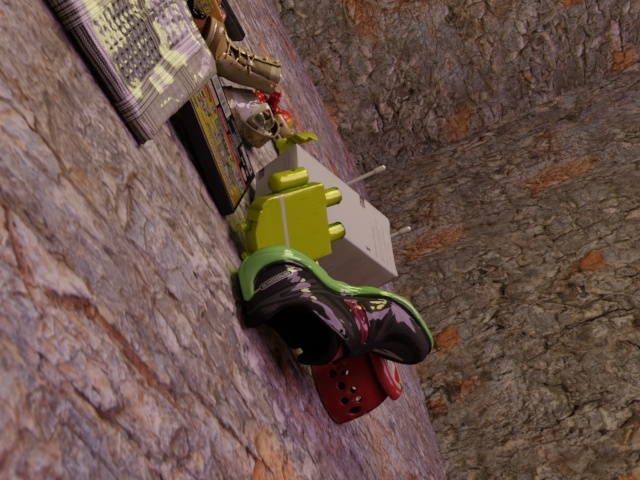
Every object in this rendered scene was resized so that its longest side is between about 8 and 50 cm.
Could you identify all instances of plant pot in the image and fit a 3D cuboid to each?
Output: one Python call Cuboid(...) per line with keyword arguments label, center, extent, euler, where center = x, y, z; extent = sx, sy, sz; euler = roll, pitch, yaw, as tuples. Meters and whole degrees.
Cuboid(label="plant pot", center=(0.090, 0.321, 1.631), extent=(0.191, 0.174, 0.191), euler=(60, 12, -22))

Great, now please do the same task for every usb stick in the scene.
Cuboid(label="usb stick", center=(-0.305, -0.700, 2.026), extent=(0.045, 0.077, 0.278), euler=(-63, 152, -18))

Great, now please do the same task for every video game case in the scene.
Cuboid(label="video game case", center=(-0.223, -0.222, 1.472), extent=(0.248, 0.035, 0.275), euler=(-78, 151, -66))

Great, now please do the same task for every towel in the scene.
Cuboid(label="towel", center=(-0.309, -0.373, 1.191), extent=(0.312, 0.056, 0.324), euler=(62, 31, -28))

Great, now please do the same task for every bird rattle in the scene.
Cuboid(label="bird rattle", center=(-0.140, -0.384, 2.206), extent=(0.253, 0.143, 0.207), euler=(50, 4, -17))

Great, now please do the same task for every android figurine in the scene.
Cuboid(label="android figurine", center=(-0.062, -0.029, 1.481), extent=(0.056, 0.272, 0.248), euler=(13, -63, 49))

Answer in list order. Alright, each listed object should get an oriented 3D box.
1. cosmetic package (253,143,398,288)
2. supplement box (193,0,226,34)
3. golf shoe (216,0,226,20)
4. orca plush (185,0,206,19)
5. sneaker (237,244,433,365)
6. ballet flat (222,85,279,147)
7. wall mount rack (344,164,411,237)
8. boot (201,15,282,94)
Cuboid(label="cosmetic package", center=(0.014, -0.039, 1.725), extent=(0.385, 0.156, 0.217), euler=(36, 35, -38))
Cuboid(label="supplement box", center=(-0.284, -0.549, 1.713), extent=(0.233, 0.080, 0.078), euler=(-127, -165, -87))
Cuboid(label="golf shoe", center=(-0.318, -0.645, 1.947), extent=(0.186, 0.067, 0.086), euler=(49, 59, -88))
Cuboid(label="orca plush", center=(-0.282, -0.504, 1.443), extent=(0.287, 0.102, 0.151), euler=(-51, 117, -78))
Cuboid(label="sneaker", center=(0.030, 0.184, 1.414), extent=(0.482, 0.185, 0.202), euler=(23, 50, -27))
Cuboid(label="ballet flat", center=(-0.192, -0.327, 1.733), extent=(0.348, 0.123, 0.123), euler=(29, 39, -72))
Cuboid(label="wall mount rack", center=(0.092, -0.073, 2.100), extent=(0.130, 0.304, 0.350), euler=(-31, 99, -49))
Cuboid(label="boot", center=(-0.185, -0.423, 1.585), extent=(0.262, 0.203, 0.095), euler=(158, -50, -77))
